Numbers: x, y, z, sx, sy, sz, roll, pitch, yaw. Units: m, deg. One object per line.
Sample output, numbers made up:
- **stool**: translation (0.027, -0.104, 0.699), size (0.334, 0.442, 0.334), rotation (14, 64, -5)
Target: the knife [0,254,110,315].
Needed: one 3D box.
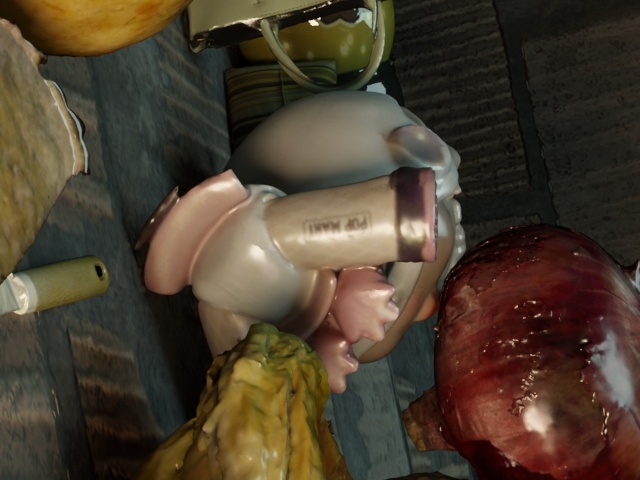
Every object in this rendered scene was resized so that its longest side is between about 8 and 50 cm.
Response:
- **knife**: translation (-0.175, 0.022, 1.015), size (0.298, 0.017, 0.047), rotation (-18, 94, -77)

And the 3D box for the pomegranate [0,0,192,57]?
- **pomegranate**: translation (-0.134, -0.224, 0.949), size (0.260, 0.260, 0.260), rotation (-13, 90, -80)

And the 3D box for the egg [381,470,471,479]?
- **egg**: translation (0.099, 0.318, 1.469), size (0.310, 0.279, 0.279), rotation (37, 36, -40)

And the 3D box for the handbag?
- **handbag**: translation (-0.020, -0.279, 1.647), size (0.109, 0.241, 0.315), rotation (53, 23, -64)

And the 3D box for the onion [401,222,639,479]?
- **onion**: translation (0.167, 0.114, 1.415), size (0.252, 0.219, 0.252), rotation (47, 29, -36)

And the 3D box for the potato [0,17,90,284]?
- **potato**: translation (-0.187, -0.017, 0.757), size (0.243, 0.098, 0.138), rotation (-76, 149, -56)

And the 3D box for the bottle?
- **bottle**: translation (-0.005, -0.236, 1.859), size (0.171, 0.171, 0.351), rotation (-54, 130, -77)

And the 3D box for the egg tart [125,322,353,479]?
- **egg tart**: translation (-0.038, 0.229, 1.145), size (0.352, 0.150, 0.352), rotation (-11, 90, -83)

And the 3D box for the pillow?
- **pillow**: translation (-0.028, -0.084, 1.726), size (0.038, 0.113, 0.203), rotation (92, -9, -60)

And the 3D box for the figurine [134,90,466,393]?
- **figurine**: translation (0.007, -0.006, 1.461), size (0.211, 0.253, 0.361), rotation (48, 17, -1)
